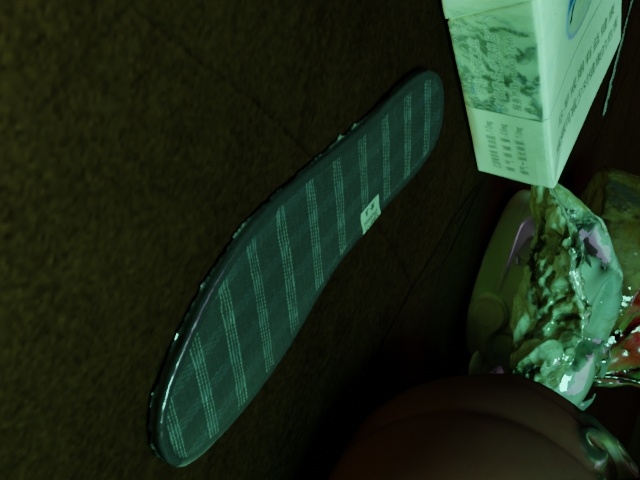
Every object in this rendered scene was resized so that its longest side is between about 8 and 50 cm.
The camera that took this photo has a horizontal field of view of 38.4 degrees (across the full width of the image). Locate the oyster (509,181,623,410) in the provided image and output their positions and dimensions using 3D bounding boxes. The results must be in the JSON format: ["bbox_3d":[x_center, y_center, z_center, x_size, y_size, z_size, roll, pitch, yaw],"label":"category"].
[{"bbox_3d":[0.198,0.100,0.775,0.199,0.087,0.252,-53,138,-19],"label":"oyster"}]

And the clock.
[{"bbox_3d":[0.192,0.057,0.880,0.191,0.062,0.151,-68,154,-7],"label":"clock"}]

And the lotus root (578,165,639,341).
[{"bbox_3d":[0.293,0.045,0.997,0.170,0.074,0.261,118,-5,-85],"label":"lotus root"}]

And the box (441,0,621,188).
[{"bbox_3d":[0.158,-0.175,0.658,0.164,0.069,0.256,-62,153,-20],"label":"box"}]

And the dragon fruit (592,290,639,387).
[{"bbox_3d":[0.386,0.094,1.148,0.293,0.233,0.234,-44,147,-11],"label":"dragon fruit"}]

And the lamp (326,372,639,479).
[{"bbox_3d":[0.123,0.240,0.626,0.303,0.257,0.303,36,41,-39],"label":"lamp"}]

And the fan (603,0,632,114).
[{"bbox_3d":[0.366,-0.302,1.050,0.190,0.009,0.329,-16,120,-60],"label":"fan"}]

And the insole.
[{"bbox_3d":[0.000,0.000,0.526,0.309,0.012,0.110,-48,144,-39],"label":"insole"}]
